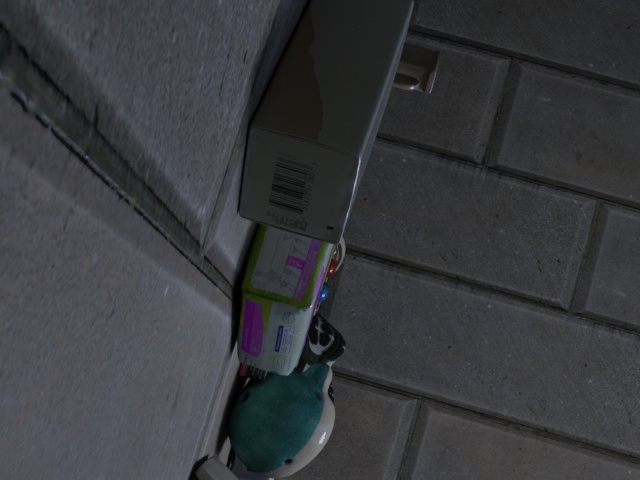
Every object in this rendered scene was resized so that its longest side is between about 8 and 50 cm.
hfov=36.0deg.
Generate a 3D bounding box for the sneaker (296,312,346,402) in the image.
[{"bbox_3d":[-0.068,0.284,2.153,0.182,0.158,0.410,-42,-167,25],"label":"sneaker"}]

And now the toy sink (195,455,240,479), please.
[{"bbox_3d":[-0.124,0.438,1.385,0.131,0.234,0.153,-44,175,-4],"label":"toy sink"}]

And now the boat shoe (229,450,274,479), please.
[{"bbox_3d":[-0.123,0.404,1.826,0.088,0.096,0.267,-59,156,-60],"label":"boat shoe"}]

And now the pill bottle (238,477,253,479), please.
[{"bbox_3d":[-0.146,0.491,1.669,0.193,0.108,0.108,-57,162,-77],"label":"pill bottle"}]

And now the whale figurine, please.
[{"bbox_3d":[-0.080,0.260,1.633,0.216,0.141,0.272,-39,-149,18],"label":"whale figurine"}]

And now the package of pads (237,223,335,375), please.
[{"bbox_3d":[-0.033,0.009,1.377,0.229,0.101,0.296,102,4,-59],"label":"package of pads"}]

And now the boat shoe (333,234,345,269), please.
[{"bbox_3d":[-0.007,-0.003,1.924,0.095,0.095,0.257,-54,159,-37],"label":"boat shoe"}]

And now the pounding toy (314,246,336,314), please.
[{"bbox_3d":[-0.019,0.037,1.740,0.206,0.094,0.181,-3,109,-87],"label":"pounding toy"}]

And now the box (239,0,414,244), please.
[{"bbox_3d":[0.012,-0.160,1.146,0.148,0.121,0.311,102,5,-45],"label":"box"}]

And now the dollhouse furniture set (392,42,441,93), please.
[{"bbox_3d":[0.095,-0.194,1.871,0.303,0.174,0.355,-67,172,-59],"label":"dollhouse furniture set"}]

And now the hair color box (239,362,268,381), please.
[{"bbox_3d":[-0.092,0.168,1.608,0.141,0.043,0.071,-65,171,-74],"label":"hair color box"}]
